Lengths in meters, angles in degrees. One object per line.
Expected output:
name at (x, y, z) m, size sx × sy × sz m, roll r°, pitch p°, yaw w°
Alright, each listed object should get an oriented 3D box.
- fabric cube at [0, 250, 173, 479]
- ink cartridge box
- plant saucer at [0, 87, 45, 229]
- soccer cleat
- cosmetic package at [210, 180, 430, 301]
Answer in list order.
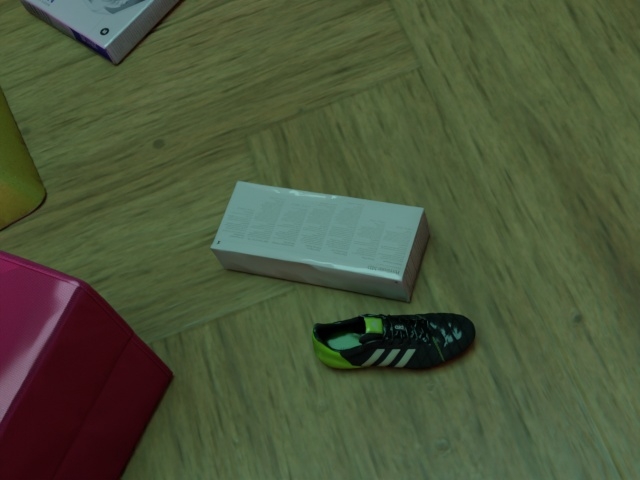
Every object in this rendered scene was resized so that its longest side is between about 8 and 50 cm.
fabric cube at (-0.357, 0.170, 1.047) m, size 0.254 × 0.259 × 0.258 m, roll 17°, pitch 67°, yaw 22°
ink cartridge box at (-0.309, -0.393, 1.498) m, size 0.223 × 0.045 × 0.224 m, roll 32°, pitch 72°, yaw 29°
plant saucer at (-0.589, -0.105, 1.383) m, size 0.333 × 0.081 × 0.333 m, roll -30°, pitch 57°, yaw -3°
soccer cleat at (0.078, 0.106, 1.077) m, size 0.179 × 0.072 × 0.060 m, roll -8°, pitch 58°, yaw 10°
cosmetic package at (0.000, 0.000, 1.169) m, size 0.239 × 0.060 × 0.099 m, roll 10°, pitch 61°, yaw 21°
